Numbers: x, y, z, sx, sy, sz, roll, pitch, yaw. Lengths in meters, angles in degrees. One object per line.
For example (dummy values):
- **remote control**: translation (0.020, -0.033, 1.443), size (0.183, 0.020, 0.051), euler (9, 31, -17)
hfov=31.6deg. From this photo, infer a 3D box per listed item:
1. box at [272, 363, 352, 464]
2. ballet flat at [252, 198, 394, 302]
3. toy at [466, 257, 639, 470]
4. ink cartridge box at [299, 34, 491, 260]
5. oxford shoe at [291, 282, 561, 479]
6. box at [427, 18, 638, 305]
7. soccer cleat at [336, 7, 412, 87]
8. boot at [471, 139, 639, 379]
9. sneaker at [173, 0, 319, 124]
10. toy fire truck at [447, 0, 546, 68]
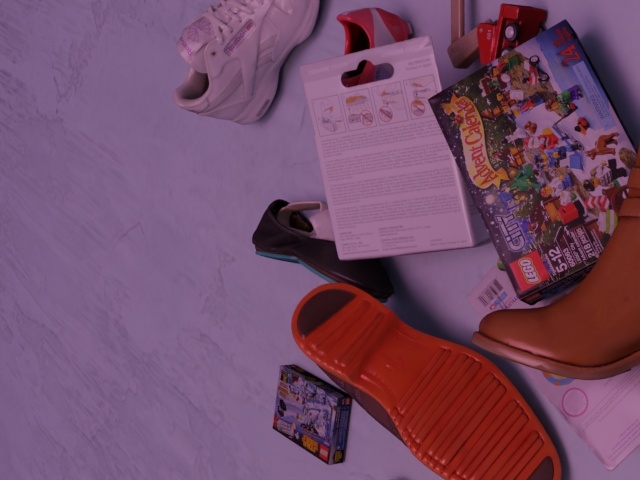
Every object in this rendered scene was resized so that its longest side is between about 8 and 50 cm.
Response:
- **box**: translation (-0.013, 0.231, 1.518), size (0.137, 0.027, 0.094), euler (22, 108, 52)
- **ballet flat**: translation (0.000, 0.000, 1.440), size (0.280, 0.095, 0.096), euler (20, 96, 52)
- **toy**: translation (0.261, 0.090, 1.098), size (0.137, 0.056, 0.237), euler (-50, 55, 16)
- **ink cartridge box**: translation (0.085, -0.099, 1.270), size (0.189, 0.066, 0.232), euler (-7, 95, 39)
- **oxford shoe**: translation (0.126, 0.180, 1.276), size (0.130, 0.133, 0.363), euler (-45, 57, -9)
- **box**: translation (0.221, -0.076, 1.100), size (0.159, 0.044, 0.233), euler (-29, 68, 18)
- **soccer cleat**: translation (0.061, -0.151, 1.341), size (0.083, 0.095, 0.248), euler (1, 92, 54)
- **boot**: translation (0.273, 0.011, 0.980), size (0.283, 0.109, 0.220), euler (1, 90, 27)
- **sneaker**: translation (-0.100, -0.282, 1.510), size (0.114, 0.152, 0.305), euler (56, 132, 39)
- **toy fire truck**: translation (0.177, -0.213, 1.220), size (0.135, 0.047, 0.192), euler (26, 113, 51)
